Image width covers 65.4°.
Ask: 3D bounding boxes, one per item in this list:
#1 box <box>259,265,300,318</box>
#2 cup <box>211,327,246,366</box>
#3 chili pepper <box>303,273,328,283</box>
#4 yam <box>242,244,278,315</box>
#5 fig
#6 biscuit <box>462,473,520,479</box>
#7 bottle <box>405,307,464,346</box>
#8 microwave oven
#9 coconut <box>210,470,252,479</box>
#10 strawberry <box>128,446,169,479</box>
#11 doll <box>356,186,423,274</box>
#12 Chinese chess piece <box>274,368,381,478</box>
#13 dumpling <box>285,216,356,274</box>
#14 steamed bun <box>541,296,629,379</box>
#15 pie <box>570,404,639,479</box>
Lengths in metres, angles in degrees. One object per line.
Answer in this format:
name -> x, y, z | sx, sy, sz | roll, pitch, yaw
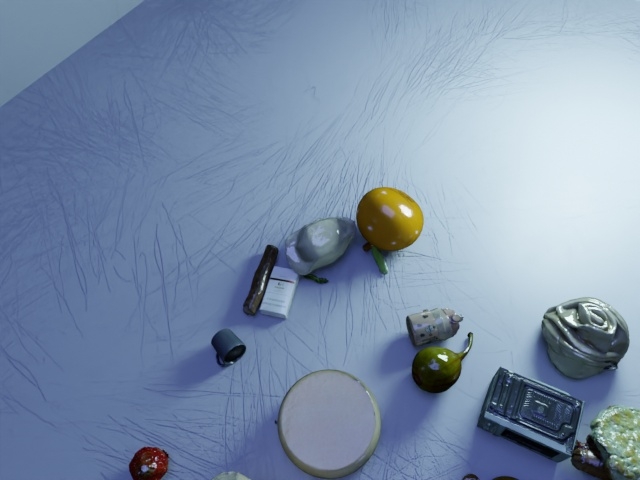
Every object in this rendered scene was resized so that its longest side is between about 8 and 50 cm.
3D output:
box -> -0.124, 0.158, 1.532 | 0.084, 0.040, 0.154 | 8, 59, 14
cup -> -0.274, 0.313, 1.441 | 0.077, 0.078, 0.100 | 41, 101, 32
chili pepper -> -0.015, 0.117, 1.551 | 0.083, 0.027, 0.022 | 15, 65, 14
yam -> -0.186, 0.119, 1.554 | 0.057, 0.057, 0.241 | 11, 61, 13
fig -> 0.349, 0.321, 1.348 | 0.236, 0.124, 0.124 | -24, 57, -30
biscuit -> 0.400, 0.642, 1.175 | 0.236, 0.039, 0.180 | -13, 57, -4
bottle -> 0.323, 0.237, 1.398 | 0.152, 0.099, 0.099 | -15, 58, -3
microwave oven -> 0.518, 0.429, 1.239 | 0.208, 0.122, 0.162 | 21, 64, 18
coconut -> -0.177, 0.713, 0.999 | 0.405, 0.404, 0.404 | -3, 58, 5
strawberry -> -0.445, 0.579, 1.280 | 0.106, 0.106, 0.106 | -3, 58, 5
doll -> 0.194, -0.043, 1.542 | 0.213, 0.213, 0.236 | 45, 115, 27
Chinese chess piece -> 0.022, 0.468, 1.288 | 0.273, 0.102, 0.273 | -2, 59, 4
dumpling -> 0.000, 0.000, 1.559 | 0.250, 0.132, 0.162 | -36, 64, -12
steamed bun -> 0.709, 0.242, 1.317 | 0.218, 0.144, 0.211 | -15, 59, -2
pie -> 0.758, 0.520, 1.168 | 0.257, 0.105, 0.274 | -33, 61, -24
